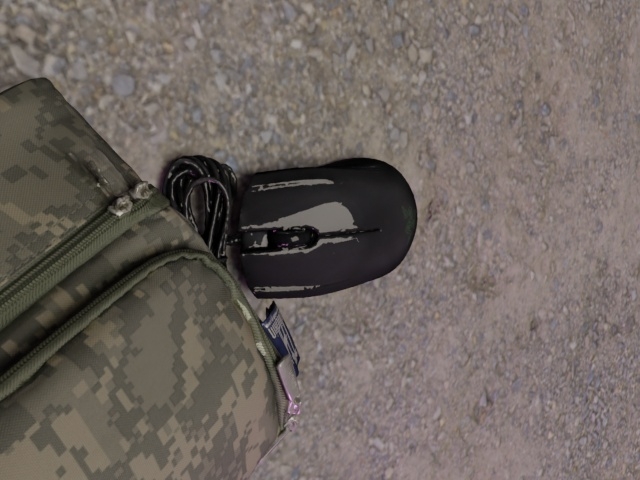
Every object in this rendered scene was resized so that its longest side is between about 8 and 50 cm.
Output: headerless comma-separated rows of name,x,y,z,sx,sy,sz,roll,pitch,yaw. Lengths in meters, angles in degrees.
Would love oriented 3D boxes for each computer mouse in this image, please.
computer mouse,0.000,0.000,0.704,0.272,0.072,0.188,-16,107,-37

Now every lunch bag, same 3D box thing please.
lunch bag,-0.174,0.099,0.411,0.256,0.212,0.305,49,45,-7
